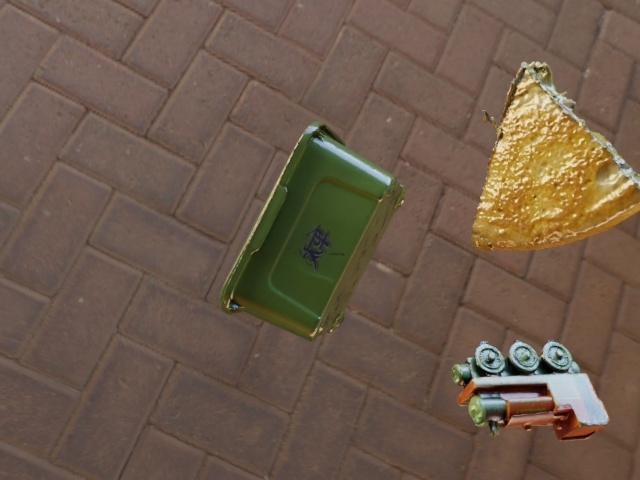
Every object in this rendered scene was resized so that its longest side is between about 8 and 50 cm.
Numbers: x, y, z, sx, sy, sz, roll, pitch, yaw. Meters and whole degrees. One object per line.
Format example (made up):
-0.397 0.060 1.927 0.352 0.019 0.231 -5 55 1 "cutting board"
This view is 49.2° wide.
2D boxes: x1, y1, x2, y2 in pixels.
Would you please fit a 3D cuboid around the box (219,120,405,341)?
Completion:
0.000 0.000 1.132 0.177 0.253 0.329 29 95 10 "box"

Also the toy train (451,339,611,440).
0.248 0.185 0.847 0.175 0.074 0.118 1 51 -18 "toy train"

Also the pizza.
0.347 -0.134 1.042 0.075 0.280 0.288 8 76 -53 "pizza"
